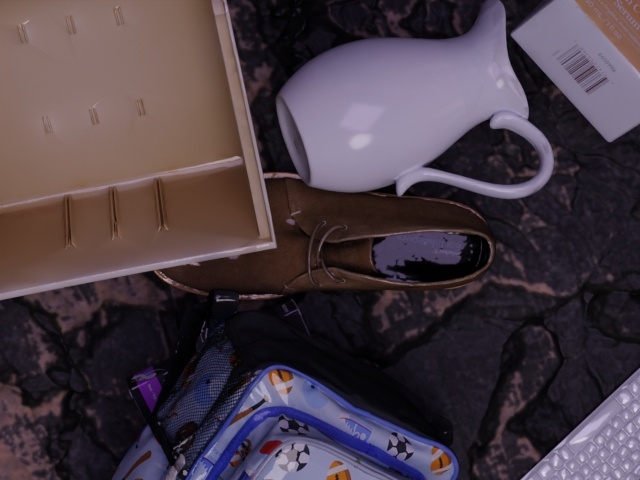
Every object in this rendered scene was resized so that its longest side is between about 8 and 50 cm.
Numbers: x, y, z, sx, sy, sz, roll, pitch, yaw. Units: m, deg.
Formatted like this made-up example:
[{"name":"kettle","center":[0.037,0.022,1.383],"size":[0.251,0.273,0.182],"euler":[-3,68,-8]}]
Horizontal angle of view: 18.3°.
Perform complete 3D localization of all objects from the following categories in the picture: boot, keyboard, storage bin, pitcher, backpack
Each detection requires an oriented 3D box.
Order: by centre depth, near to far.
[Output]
[{"name":"storage bin","center":[-0.189,-0.105,1.604],"size":[0.262,0.123,0.260],"euler":[-11,129,-1]},{"name":"backpack","center":[-0.042,0.222,1.637],"size":[0.276,0.213,0.263],"euler":[31,109,-26]},{"name":"pitcher","center":[0.082,-0.096,1.683],"size":[0.207,0.125,0.177],"euler":[-19,70,-10]},{"name":"boot","center":[0.000,0.000,1.693],"size":[0.305,0.115,0.112],"euler":[0,95,-2]},{"name":"keyboard","center":[0.229,0.215,1.767],"size":[0.256,0.014,0.072],"euler":[-43,94,-2]}]

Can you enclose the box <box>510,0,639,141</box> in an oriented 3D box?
[{"name":"box","center":[0.270,-0.192,1.685],"size":[0.130,0.091,0.170],"euler":[46,58,-4]}]

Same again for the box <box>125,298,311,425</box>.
[{"name":"box","center":[-0.072,0.134,1.714],"size":[0.162,0.029,0.116],"euler":[-25,116,-3]}]
